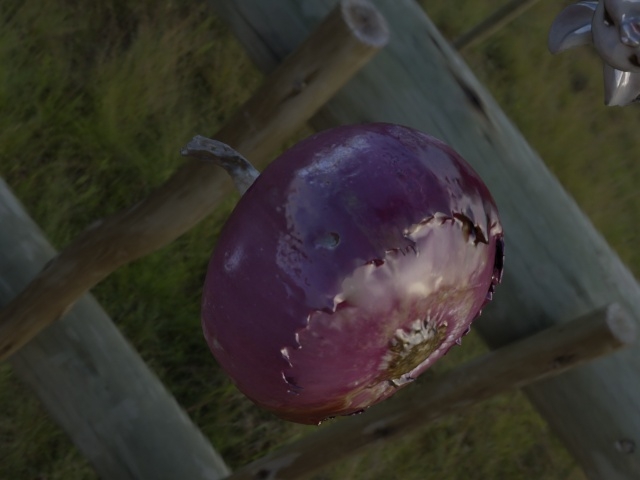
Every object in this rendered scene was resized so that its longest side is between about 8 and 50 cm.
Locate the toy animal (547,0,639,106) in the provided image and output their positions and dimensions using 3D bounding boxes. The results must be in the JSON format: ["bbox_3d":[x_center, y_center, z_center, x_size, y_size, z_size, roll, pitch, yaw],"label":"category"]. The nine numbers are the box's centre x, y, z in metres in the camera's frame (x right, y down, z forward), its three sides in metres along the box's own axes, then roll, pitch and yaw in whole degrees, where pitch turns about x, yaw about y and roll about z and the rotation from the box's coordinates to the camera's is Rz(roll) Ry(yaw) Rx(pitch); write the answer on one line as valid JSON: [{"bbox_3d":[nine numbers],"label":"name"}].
[{"bbox_3d":[0.462,-0.287,1.492,0.208,0.325,0.154,42,64,-10],"label":"toy animal"}]

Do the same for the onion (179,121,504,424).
[{"bbox_3d":[0.032,0.021,1.259,0.358,0.358,0.345,22,37,-35],"label":"onion"}]
